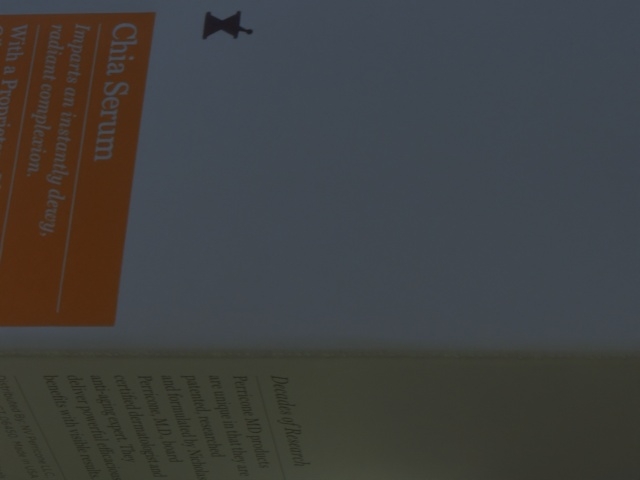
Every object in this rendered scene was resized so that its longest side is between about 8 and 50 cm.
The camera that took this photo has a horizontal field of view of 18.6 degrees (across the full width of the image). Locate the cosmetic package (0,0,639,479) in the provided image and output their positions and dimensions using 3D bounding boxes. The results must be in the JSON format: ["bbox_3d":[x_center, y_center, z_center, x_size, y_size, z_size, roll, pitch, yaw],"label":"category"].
[{"bbox_3d":[0.000,0.000,1.013,0.453,0.230,0.161,-1,-32,6],"label":"cosmetic package"}]
